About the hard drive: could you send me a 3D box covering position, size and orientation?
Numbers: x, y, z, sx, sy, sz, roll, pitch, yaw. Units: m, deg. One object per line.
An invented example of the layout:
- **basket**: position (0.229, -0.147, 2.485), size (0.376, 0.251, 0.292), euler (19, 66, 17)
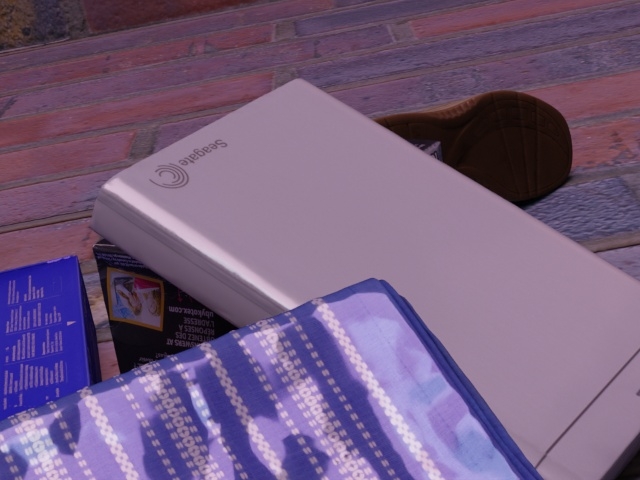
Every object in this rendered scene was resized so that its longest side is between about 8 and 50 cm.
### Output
- **hard drive**: position (0.061, 0.026, 0.987), size (0.353, 0.047, 0.233), euler (32, 37, 19)

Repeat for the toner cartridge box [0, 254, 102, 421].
- **toner cartridge box**: position (-0.249, 0.110, 1.146), size (0.165, 0.075, 0.348), euler (-14, 18, -6)

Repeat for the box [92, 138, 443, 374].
- **box**: position (-0.022, 0.026, 1.157), size (0.163, 0.142, 0.247), euler (5, 26, 33)

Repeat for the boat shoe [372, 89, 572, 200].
- **boat shoe**: position (0.115, -0.082, 1.413), size (0.285, 0.104, 0.089), euler (-4, -1, -37)

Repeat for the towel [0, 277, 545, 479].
- **towel**: position (-0.048, 0.152, 0.773), size (0.336, 0.040, 0.243), euler (-20, 54, -23)
